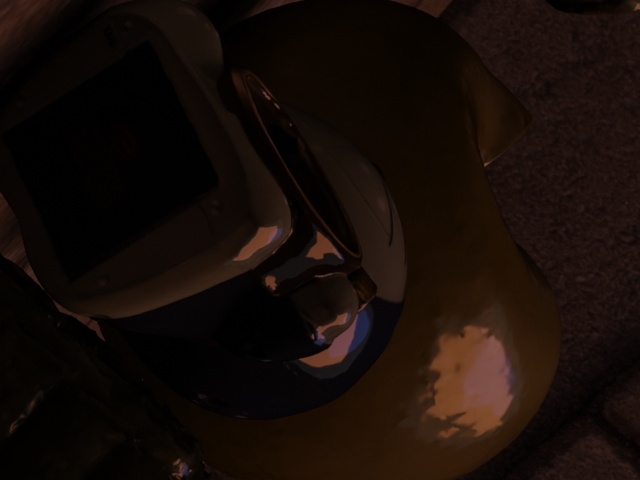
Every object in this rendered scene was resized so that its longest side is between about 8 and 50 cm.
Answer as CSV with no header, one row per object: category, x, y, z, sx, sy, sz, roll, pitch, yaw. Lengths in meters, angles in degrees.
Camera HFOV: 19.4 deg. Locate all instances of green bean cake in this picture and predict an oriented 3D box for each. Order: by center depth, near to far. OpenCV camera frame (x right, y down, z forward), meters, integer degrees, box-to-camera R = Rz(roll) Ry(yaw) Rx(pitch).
green bean cake,-0.131,0.071,0.783,0.094,0.183,0.185,-48,179,-4

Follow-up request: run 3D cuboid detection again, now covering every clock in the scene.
clock,-0.048,-0.009,0.855,0.146,0.199,0.243,-35,157,4

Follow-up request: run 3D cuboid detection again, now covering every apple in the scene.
apple,-0.010,-0.006,1.101,0.258,0.233,0.295,-19,-132,22

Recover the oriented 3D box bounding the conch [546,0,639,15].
conch,0.137,-0.224,1.188,0.181,0.187,0.124,-23,144,7
